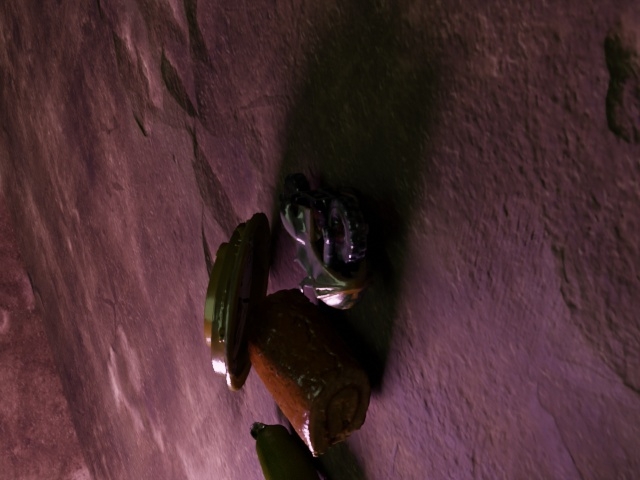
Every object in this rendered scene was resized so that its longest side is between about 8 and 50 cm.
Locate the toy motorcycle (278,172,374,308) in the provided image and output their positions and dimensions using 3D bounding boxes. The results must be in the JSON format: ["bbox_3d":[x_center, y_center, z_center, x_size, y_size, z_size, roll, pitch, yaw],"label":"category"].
[{"bbox_3d":[0.001,0.000,1.106,0.229,0.094,0.130,-147,46,-66],"label":"toy motorcycle"}]

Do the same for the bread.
[{"bbox_3d":[-0.015,0.153,1.186,0.172,0.103,0.132,49,148,44],"label":"bread"}]

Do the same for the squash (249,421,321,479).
[{"bbox_3d":[-0.026,0.351,1.327,0.318,0.071,0.080,52,145,41],"label":"squash"}]

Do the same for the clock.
[{"bbox_3d":[-0.111,0.076,1.255,0.237,0.057,0.237,8,-90,-83],"label":"clock"}]
